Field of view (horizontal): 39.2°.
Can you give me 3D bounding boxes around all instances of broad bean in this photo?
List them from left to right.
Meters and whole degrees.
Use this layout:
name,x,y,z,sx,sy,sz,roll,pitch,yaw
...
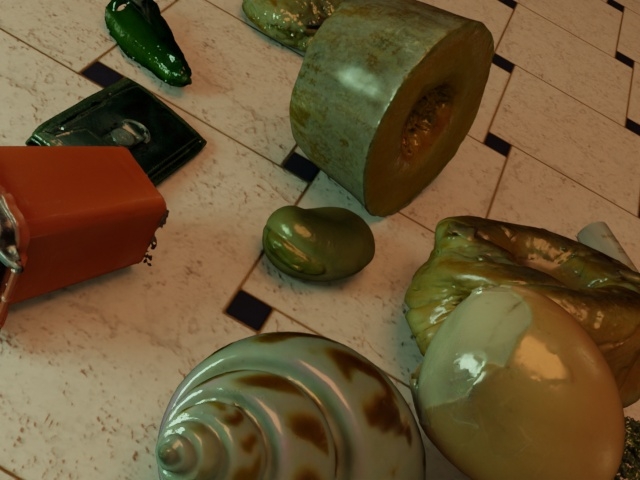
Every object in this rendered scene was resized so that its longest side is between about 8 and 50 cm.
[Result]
name,x,y,z,sx,sy,sz,roll,pitch,yaw
broad bean,0.000,0.000,1.234,0.175,0.082,0.124,-3,47,-32

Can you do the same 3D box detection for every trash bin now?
name,x,y,z,sx,sy,sz,roll,pitch,yaw
trash bin,-0.301,-0.015,1.012,0.239,0.161,0.184,-11,54,-43

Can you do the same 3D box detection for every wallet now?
name,x,y,z,sx,sy,sz,roll,pitch,yaw
wallet,-0.273,-0.140,1.246,0.160,0.055,0.236,39,39,1

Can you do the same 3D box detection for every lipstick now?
name,x,y,z,sx,sy,sz,roll,pitch,yaw
lipstick,0.506,0.079,1.476,0.059,0.059,0.264,3,46,-29

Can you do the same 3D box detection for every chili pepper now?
name,x,y,z,sx,sy,sz,roll,pitch,yaw
chili pepper,-0.262,-0.319,1.436,0.108,0.062,0.216,-12,56,-39

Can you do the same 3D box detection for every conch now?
name,x,y,z,sx,sy,sz,roll,pitch,yaw
conch,-0.034,0.199,0.887,0.250,0.197,0.368,16,22,22

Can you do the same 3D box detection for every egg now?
name,x,y,z,sx,sy,sz,roll,pitch,yaw
egg,0.211,0.167,0.950,0.201,0.201,0.244,-24,66,-45

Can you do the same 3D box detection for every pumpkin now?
name,x,y,z,sx,sy,sz,roll,pitch,yaw
pumpkin,0.100,-0.222,1.375,0.199,0.332,0.332,34,37,26

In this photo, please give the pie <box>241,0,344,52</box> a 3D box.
name,x,y,z,sx,sy,sz,roll,pitch,yaw
pie,-0.015,-0.427,1.679,0.248,0.090,0.201,-18,61,-38

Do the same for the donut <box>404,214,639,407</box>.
name,x,y,z,sx,sy,sz,roll,pitch,yaw
donut,0.280,0.090,1.202,0.361,0.170,0.360,15,19,-5

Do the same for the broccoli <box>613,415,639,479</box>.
name,x,y,z,sx,sy,sz,roll,pitch,yaw
broccoli,0.317,0.294,1.045,0.176,0.198,0.226,50,57,-35
